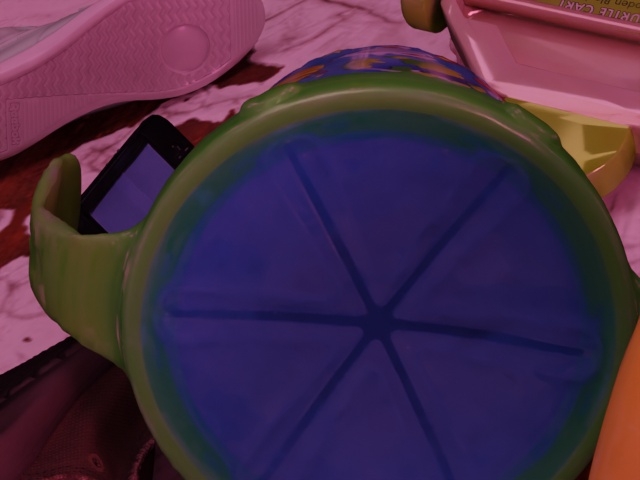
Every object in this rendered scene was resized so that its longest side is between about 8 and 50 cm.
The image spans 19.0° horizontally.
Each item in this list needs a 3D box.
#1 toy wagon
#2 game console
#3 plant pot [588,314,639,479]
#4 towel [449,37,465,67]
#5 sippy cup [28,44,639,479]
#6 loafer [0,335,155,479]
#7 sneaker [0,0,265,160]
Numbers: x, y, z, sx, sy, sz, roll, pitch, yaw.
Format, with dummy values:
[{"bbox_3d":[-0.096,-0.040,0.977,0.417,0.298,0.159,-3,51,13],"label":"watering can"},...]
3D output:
[{"bbox_3d":[0.184,-0.140,1.160,0.267,0.068,0.344,16,63,27],"label":"toy wagon"},{"bbox_3d":[-0.074,-0.016,1.193,0.085,0.124,0.144,-34,15,41],"label":"game console"},{"bbox_3d":[0.250,0.089,0.639,0.239,0.254,0.254,21,49,33],"label":"plant pot"},{"bbox_3d":[0.253,-0.229,1.350,0.332,0.053,0.317,-15,29,12],"label":"towel"},{"bbox_3d":[0.029,0.006,0.956,0.240,0.305,0.224,-48,12,16],"label":"sippy cup"},{"bbox_3d":[-0.149,0.146,0.945,0.134,0.130,0.366,-29,9,28],"label":"loafer"},{"bbox_3d":[-0.174,-0.157,1.489,0.256,0.094,0.151,-22,26,-1],"label":"sneaker"}]
